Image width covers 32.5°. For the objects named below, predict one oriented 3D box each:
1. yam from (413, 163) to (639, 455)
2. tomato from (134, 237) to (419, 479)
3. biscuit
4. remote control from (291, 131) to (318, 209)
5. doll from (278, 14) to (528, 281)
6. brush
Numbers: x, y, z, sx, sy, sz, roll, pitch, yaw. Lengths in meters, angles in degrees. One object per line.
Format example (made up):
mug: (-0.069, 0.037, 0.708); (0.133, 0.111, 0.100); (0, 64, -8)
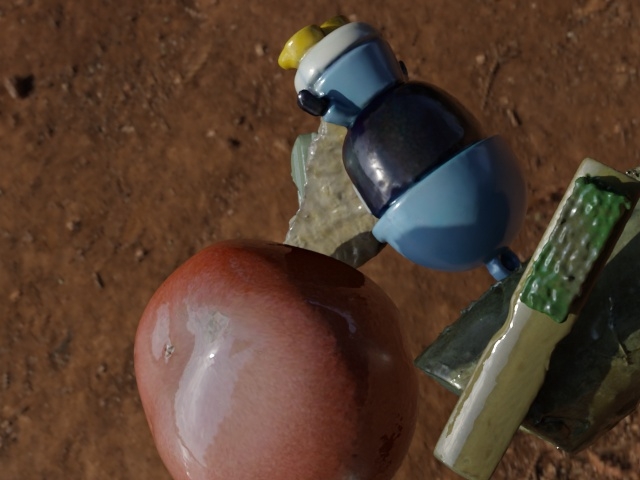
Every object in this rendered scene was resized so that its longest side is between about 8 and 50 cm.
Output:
yam: (0.246, 0.069, 0.981); (0.304, 0.168, 0.168); (-42, 48, 4)
tomato: (-0.066, 0.163, 1.246); (0.341, 0.272, 0.342); (-13, 67, 35)
biscuit: (0.029, -0.036, 1.366); (0.133, 0.250, 0.032); (21, 37, 3)
remote control: (0.000, 0.000, 1.747); (0.065, 0.128, 0.335); (-7, 88, 6)
doll: (0.088, -0.083, 1.067); (0.177, 0.141, 0.314); (-28, 74, -43)
brush: (0.167, 0.071, 0.867); (0.054, 0.048, 0.282); (28, 108, 14)
